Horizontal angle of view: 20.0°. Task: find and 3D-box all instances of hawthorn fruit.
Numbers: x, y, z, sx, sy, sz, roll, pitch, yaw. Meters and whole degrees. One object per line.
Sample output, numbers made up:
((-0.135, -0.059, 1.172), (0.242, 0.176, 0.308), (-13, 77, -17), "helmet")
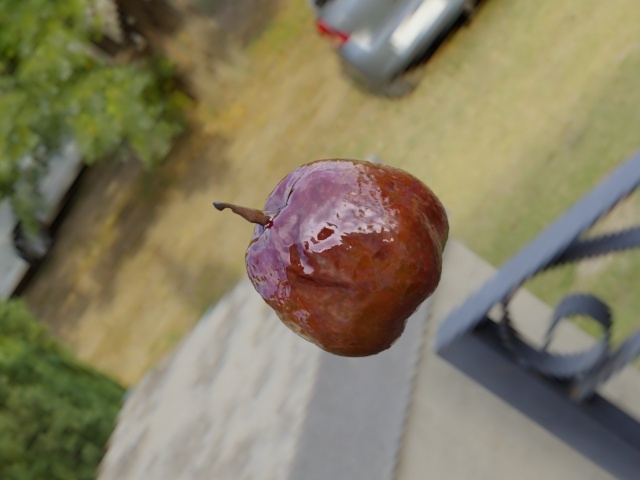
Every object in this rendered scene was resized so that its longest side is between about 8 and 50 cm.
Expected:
((0.000, 0.000, 1.889), (0.207, 0.243, 0.207), (-58, 16, 27), "hawthorn fruit")
